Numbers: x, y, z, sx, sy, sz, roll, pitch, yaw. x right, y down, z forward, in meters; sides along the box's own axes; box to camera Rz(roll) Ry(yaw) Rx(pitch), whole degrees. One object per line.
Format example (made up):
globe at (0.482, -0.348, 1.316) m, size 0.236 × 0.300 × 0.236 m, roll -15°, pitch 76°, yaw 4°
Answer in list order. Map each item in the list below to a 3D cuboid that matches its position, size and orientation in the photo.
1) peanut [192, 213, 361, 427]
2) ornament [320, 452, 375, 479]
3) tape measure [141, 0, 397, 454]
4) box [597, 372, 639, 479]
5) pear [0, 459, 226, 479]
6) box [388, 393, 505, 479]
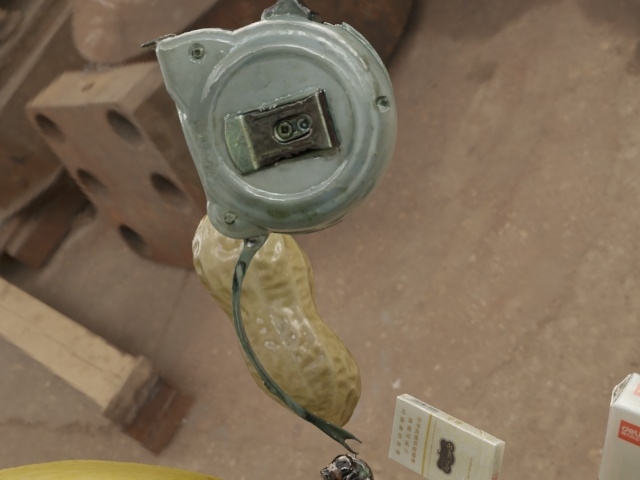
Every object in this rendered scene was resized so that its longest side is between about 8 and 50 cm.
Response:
peanut at (-0.046, 0.091, 1.243) m, size 0.136 × 0.298 × 0.120 m, roll -29°, pitch 2°, yaw -39°
ornament at (0.049, 0.273, 0.935) m, size 0.166 × 0.196 × 0.153 m, roll -4°, pitch 13°, yaw 31°
tape measure at (-0.001, 0.001, 0.720) m, size 0.164 × 0.330 × 0.084 m, roll -18°, pitch 6°, yaw 15°
box at (0.470, 0.270, 1.248) m, size 0.269 × 0.135 × 0.079 m, roll 20°, pitch 38°, yaw 29°
pear at (-0.125, 0.260, 0.551) m, size 0.309 × 0.309 × 0.309 m, roll -28°, pitch 42°, yaw 29°
box at (0.158, 0.267, 1.338) m, size 0.167 × 0.024 × 0.090 m, roll 21°, pitch 110°, yaw 44°
